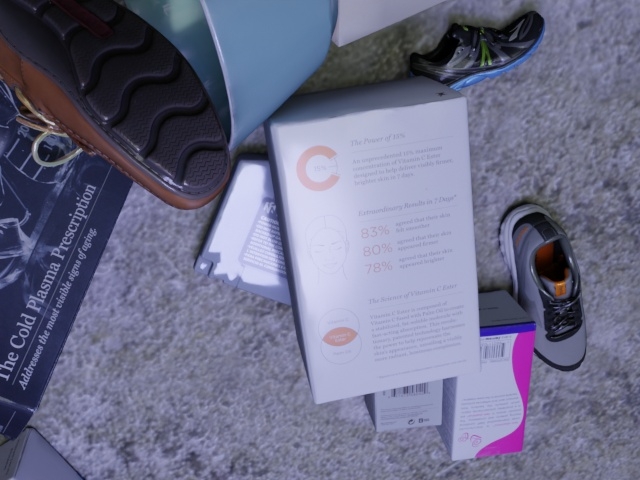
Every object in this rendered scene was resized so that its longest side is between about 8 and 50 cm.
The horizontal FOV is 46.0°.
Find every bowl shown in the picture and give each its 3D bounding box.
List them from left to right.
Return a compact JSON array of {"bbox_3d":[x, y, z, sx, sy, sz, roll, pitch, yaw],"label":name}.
[{"bbox_3d":[-0.095,-0.264,0.790,0.163,0.311,0.311,-26,112,-18],"label":"bowl"}]

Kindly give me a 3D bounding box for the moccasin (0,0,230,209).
[{"bbox_3d":[-0.248,-0.162,0.747,0.380,0.147,0.139,36,56,2],"label":"moccasin"}]

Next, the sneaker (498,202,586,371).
[{"bbox_3d":[0.331,0.083,1.088,0.100,0.108,0.271,-23,113,-3],"label":"sneaker"}]

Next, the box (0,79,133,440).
[{"bbox_3d":[-0.395,-0.012,0.797,0.313,0.179,0.343,23,60,-16],"label":"box"}]

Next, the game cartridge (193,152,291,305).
[{"bbox_3d":[0.000,0.000,1.032,0.297,0.062,0.198,20,100,-16],"label":"game cartridge"}]

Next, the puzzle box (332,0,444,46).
[{"bbox_3d":[0.176,-0.391,0.787,0.409,0.052,0.272,-28,149,-19],"label":"puzzle box"}]

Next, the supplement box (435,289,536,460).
[{"bbox_3d":[0.233,0.196,1.101,0.111,0.114,0.219,-4,112,-9],"label":"supplement box"}]

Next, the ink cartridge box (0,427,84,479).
[{"bbox_3d":[-0.473,0.452,1.068,0.307,0.129,0.223,-33,112,3],"label":"ink cartridge box"}]

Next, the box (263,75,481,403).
[{"bbox_3d":[0.061,-0.006,0.923,0.215,0.168,0.345,-10,111,-6],"label":"box"}]

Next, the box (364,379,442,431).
[{"bbox_3d":[0.120,0.213,1.107,0.101,0.087,0.101,-5,111,-8],"label":"box"}]

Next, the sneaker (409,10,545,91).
[{"bbox_3d":[0.202,-0.249,0.969,0.188,0.067,0.078,-24,118,2],"label":"sneaker"}]
